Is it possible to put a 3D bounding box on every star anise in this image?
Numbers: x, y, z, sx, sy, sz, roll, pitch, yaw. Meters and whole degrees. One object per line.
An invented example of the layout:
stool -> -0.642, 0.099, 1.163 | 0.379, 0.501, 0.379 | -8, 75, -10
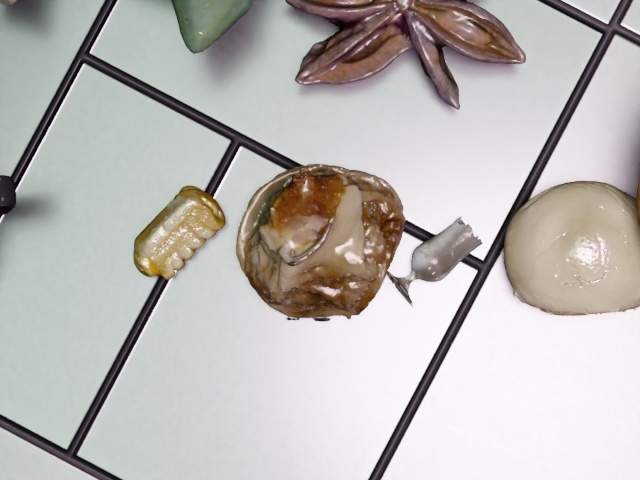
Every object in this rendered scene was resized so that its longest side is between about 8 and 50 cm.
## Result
star anise -> 0.073, -0.215, 1.519 | 0.212, 0.073, 0.197 | 9, 91, -2

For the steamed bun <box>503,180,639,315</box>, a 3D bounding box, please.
steamed bun -> 0.217, 0.006, 1.499 | 0.130, 0.091, 0.112 | 2, 86, 1

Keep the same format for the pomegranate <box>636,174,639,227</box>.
pomegranate -> 0.384, -0.048, 1.415 | 0.281, 0.281, 0.281 | 0, 88, 1

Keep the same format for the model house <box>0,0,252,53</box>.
model house -> -0.174, -0.312, 1.440 | 0.312, 0.245, 0.280 | 21, 81, 8

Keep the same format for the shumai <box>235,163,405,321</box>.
shumai -> -0.004, -0.001, 1.489 | 0.145, 0.116, 0.145 | 0, 87, 1

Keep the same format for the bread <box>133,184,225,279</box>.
bread -> -0.121, -0.005, 1.533 | 0.049, 0.033, 0.088 | 41, 93, -12

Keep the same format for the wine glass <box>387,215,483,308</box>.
wine glass -> 0.097, 0.017, 1.529 | 0.083, 0.039, 0.042 | -38, 103, -5

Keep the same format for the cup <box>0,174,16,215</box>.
cup -> -0.352, -0.017, 1.466 | 0.223, 0.176, 0.169 | -8, 85, -3
